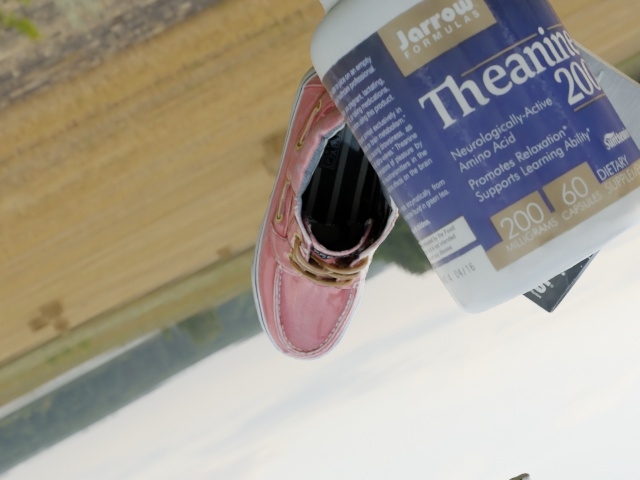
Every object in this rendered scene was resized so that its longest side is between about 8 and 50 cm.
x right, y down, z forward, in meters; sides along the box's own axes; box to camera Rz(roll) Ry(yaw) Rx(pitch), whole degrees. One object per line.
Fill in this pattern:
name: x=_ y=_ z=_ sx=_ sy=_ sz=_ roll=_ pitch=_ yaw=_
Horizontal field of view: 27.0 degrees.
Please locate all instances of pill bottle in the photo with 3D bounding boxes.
pill bottle: x=0.039 y=-0.045 z=0.378 sx=0.067 sy=0.120 sz=0.067 roll=-31 pitch=178 yaw=-1

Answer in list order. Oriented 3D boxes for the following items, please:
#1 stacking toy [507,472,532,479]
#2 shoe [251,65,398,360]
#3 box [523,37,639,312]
stacking toy: x=0.119 y=0.309 z=1.077 sx=0.221 sy=0.167 sz=0.052 roll=-25 pitch=-172 yaw=-9
shoe: x=0.000 y=0.000 z=0.691 sx=0.063 sy=0.178 sz=0.081 roll=7 pitch=-153 yaw=-6
box: x=0.138 y=-0.083 z=1.034 sx=0.183 sy=0.231 sz=0.056 roll=-56 pitch=175 yaw=16
